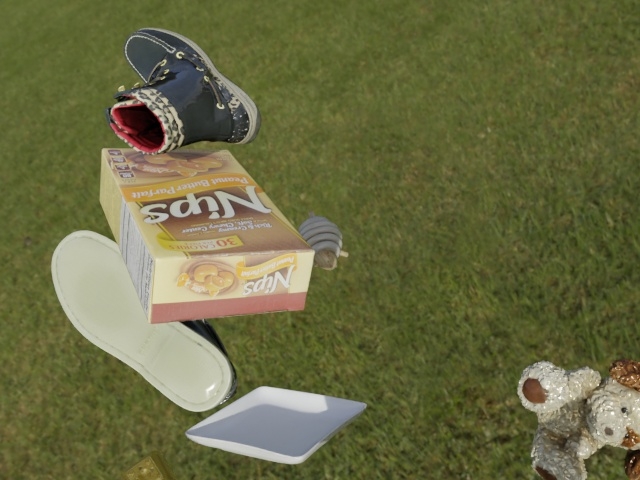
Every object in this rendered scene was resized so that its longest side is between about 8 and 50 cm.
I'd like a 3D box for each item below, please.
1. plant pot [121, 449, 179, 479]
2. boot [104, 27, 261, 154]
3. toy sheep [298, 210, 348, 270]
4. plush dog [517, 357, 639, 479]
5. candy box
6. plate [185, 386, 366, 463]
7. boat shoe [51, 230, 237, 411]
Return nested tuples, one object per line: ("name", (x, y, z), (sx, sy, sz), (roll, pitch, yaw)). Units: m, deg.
("plant pot", (-0.307, 0.425, 1.293), (0.081, 0.083, 0.081), (-34, 70, -16))
("boot", (-0.209, -0.195, 0.922), (0.236, 0.085, 0.179), (40, 32, 17))
("toy sheep", (0.000, 0.000, 1.324), (0.091, 0.091, 0.132), (-28, 52, 7))
("plush dog", (0.511, 0.314, 1.328), (0.225, 0.262, 0.211), (-1, 20, 36))
("candy box", (-0.156, -0.021, 0.902), (0.183, 0.087, 0.316), (-3, 28, -26))
("plate", (-0.085, 0.379, 1.475), (0.278, 0.045, 0.277), (3, 12, 30))
("boat shoe", (-0.241, 0.114, 1.026), (0.340, 0.113, 0.127), (33, 85, 19))
